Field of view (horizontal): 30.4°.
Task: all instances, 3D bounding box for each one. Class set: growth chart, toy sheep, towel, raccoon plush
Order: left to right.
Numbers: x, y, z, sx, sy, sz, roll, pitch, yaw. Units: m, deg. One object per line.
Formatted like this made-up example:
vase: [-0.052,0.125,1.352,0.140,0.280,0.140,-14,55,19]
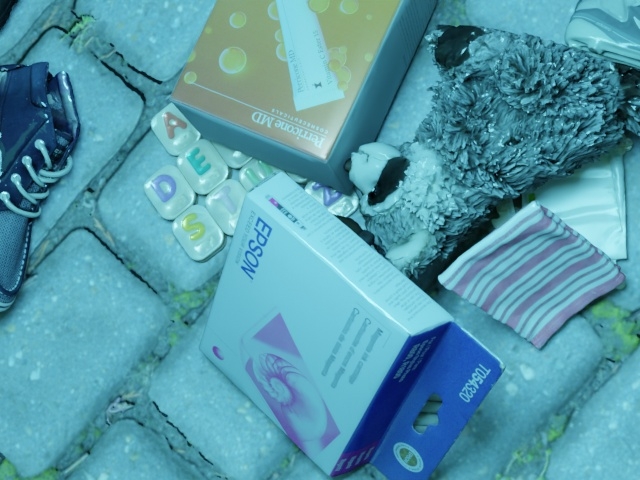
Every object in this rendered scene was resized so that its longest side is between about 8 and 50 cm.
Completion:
toy sheep: [0.116,0.190,1.419,0.091,0.091,0.132,-1,83,14]
towel: [0.246,0.043,1.350,0.144,0.197,0.029,-42,41,19]
raccoon plush: [0.251,-0.068,1.346,0.446,0.216,0.299,15,94,21]
growth chart: [0.297,-0.043,1.439,0.172,0.021,0.237,3,83,15]

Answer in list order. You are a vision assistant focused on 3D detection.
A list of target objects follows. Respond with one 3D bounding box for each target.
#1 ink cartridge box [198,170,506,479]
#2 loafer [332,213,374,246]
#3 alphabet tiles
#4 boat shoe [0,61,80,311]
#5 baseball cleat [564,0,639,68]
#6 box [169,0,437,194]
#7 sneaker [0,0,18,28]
ink cartridge box: [0.016,0.133,1.350,0.330,0.324,0.071,42,52,17]
loafer: [0.000,0.000,1.413,0.078,0.220,0.080,44,71,-6]
alphabet tiles: [-0.090,-0.104,1.547,0.284,0.021,0.278,-37,75,7]
boat shoe: [-0.403,-0.081,1.566,0.158,0.127,0.340,-12,78,20]
baseball cleat: [0.402,-0.248,1.418,0.206,0.072,0.109,20,80,12]
box: [-0.002,-0.264,1.455,0.215,0.168,0.345,23,83,14]
sneaker: [-0.461,-0.356,1.653,0.283,0.107,0.124,-24,120,-7]
